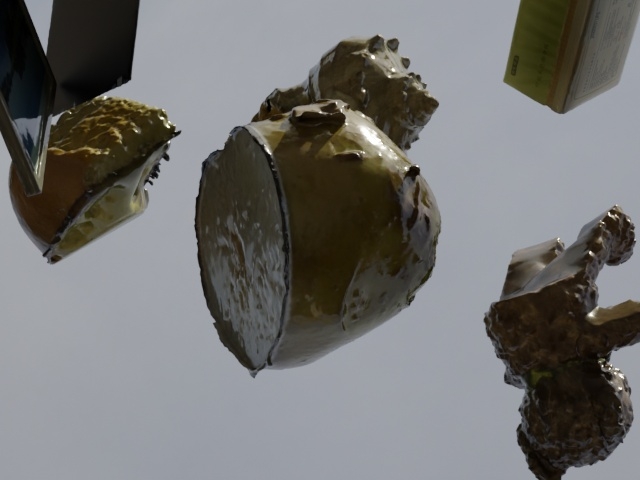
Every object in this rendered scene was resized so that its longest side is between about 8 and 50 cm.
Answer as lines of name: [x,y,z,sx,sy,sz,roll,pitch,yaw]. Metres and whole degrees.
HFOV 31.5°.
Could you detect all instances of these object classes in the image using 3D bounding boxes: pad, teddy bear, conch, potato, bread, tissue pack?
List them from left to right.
bread: [-0.312,-0.080,1.483,0.204,0.162,0.262,-47,178,-35]
pad: [-0.148,-0.207,0.767,0.164,0.004,0.243,-6,-104,56]
potato: [0.000,0.000,1.135,0.300,0.196,0.246,143,-62,-64]
conch: [0.013,-0.111,1.423,0.324,0.186,0.263,-27,-151,48]
tissue pack: [0.355,-0.315,1.546,0.125,0.159,0.234,34,-44,30]
teddy bear: [0.322,0.120,1.392,0.246,0.222,0.296,-31,-174,43]

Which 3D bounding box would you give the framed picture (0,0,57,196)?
framed picture: [-0.189,-0.110,0.700,0.011,0.109,0.149,-15,-145,1]
